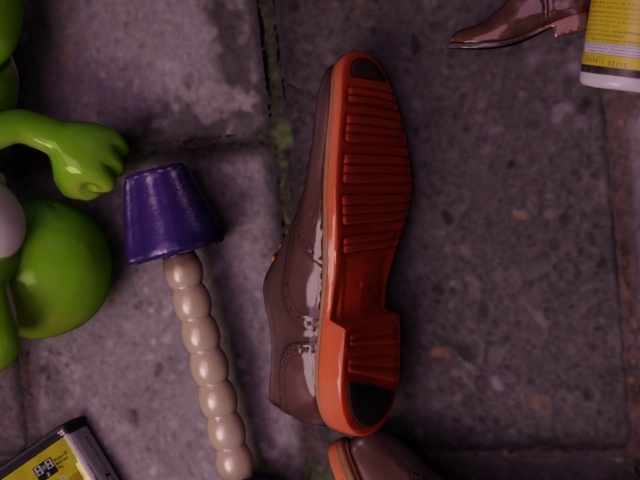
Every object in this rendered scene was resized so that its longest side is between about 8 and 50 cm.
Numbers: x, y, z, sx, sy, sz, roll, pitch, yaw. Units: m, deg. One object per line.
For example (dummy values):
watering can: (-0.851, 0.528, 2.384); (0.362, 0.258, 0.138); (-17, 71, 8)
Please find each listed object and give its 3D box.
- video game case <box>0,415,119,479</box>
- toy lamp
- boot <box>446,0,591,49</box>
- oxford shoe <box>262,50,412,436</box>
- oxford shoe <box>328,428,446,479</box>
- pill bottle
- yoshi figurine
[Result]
video game case: (-0.239, 0.321, 1.070); (0.275, 0.035, 0.248); (-35, 84, 22)
toy lamp: (-0.091, 0.078, 0.962); (0.080, 0.080, 0.274); (-14, 90, 22)
boot: (0.130, -0.191, 0.867); (0.106, 0.037, 0.114); (-10, 96, 8)
oxford shoe: (0.000, 0.000, 0.912); (0.098, 0.097, 0.271); (4, 90, 38)
oxford shoe: (0.155, 0.231, 0.854); (0.364, 0.130, 0.132); (40, 92, 28)
pill bottle: (0.208, -0.155, 0.827); (0.065, 0.065, 0.116); (9, 100, 20)
yoshi figurine: (-0.255, -0.070, 0.985); (0.203, 0.203, 0.362); (-6, 80, -14)
